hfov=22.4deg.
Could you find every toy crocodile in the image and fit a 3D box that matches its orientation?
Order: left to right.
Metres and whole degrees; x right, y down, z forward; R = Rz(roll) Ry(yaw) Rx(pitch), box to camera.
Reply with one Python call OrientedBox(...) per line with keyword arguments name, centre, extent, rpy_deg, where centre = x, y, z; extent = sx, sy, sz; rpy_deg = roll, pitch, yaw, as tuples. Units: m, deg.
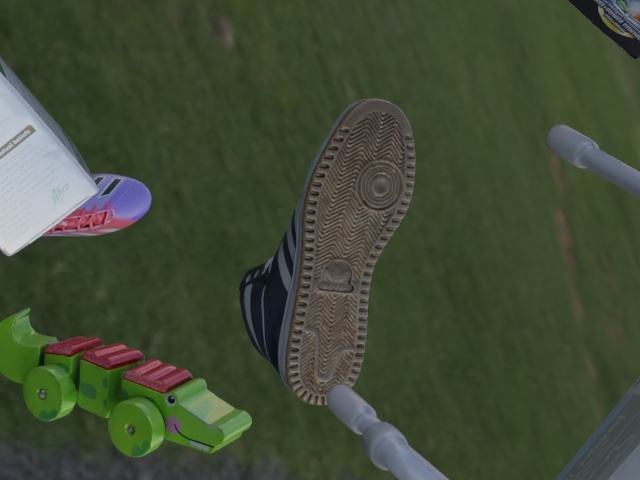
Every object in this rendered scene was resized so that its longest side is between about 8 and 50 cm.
OrientedBox(name="toy crocodile", centre=(-0.234, 0.166, 1.865), extent=(0.115, 0.340, 0.105), rpy_deg=(-18, 119, -54))

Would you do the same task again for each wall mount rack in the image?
OrientedBox(name="wall mount rack", centre=(0.120, 0.044, 0.801), extent=(0.130, 0.350, 0.304), rpy_deg=(41, -3, 2))

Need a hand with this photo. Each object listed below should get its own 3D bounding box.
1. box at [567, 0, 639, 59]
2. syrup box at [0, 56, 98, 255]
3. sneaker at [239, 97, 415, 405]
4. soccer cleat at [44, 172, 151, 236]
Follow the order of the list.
OrientedBox(name="box", centre=(0.180, -0.280, 1.038), extent=(0.216, 0.060, 0.270), rpy_deg=(39, 52, -15))
OrientedBox(name="syrup box", centre=(-0.282, -0.108, 1.237), extent=(0.237, 0.096, 0.093), rpy_deg=(54, -2, -39))
OrientedBox(name="sneaker", centre=(0.000, 0.000, 1.512), extent=(0.153, 0.099, 0.282), rpy_deg=(-153, -104, -69))
OrientedBox(name="soccer cleat", centre=(-0.327, -0.033, 2.005), extent=(0.095, 0.248, 0.083), rpy_deg=(-130, -138, -61))
